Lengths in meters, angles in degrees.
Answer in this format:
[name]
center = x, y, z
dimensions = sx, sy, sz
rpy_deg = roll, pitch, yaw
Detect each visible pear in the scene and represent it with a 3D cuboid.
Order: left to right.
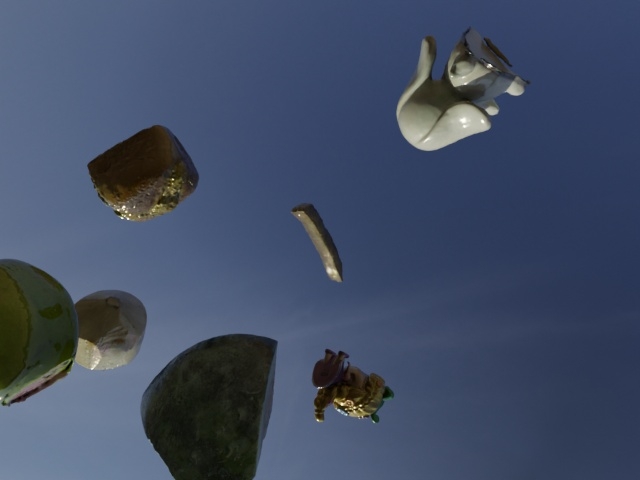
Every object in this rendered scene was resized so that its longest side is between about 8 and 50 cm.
[pear]
center = -0.459, 0.118, 0.683
dimensions = 0.187, 0.187, 0.220
rpy_deg = -35, -97, 7

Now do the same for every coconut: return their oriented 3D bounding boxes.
[coconut]
center = -0.631, 0.259, 1.403
dimensions = 0.240, 0.241, 0.242
rpy_deg = -10, -117, 21

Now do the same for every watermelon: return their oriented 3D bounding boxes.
[watermelon]
center = -0.179, 0.310, 0.916
dimensions = 0.319, 0.214, 0.290
rpy_deg = 25, -110, 38

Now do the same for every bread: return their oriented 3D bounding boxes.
[bread]
center = -0.436, -0.143, 1.181
dimensions = 0.246, 0.195, 0.176
rpy_deg = -28, -115, 2

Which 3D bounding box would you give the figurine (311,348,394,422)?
[figurine]
center = 0.053, 0.269, 0.806
dimensions = 0.094, 0.156, 0.115
rpy_deg = 4, -120, 53

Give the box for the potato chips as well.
[potato chips]
center = 0.000, 0.000, 1.421
dimensions = 0.057, 0.407, 0.080
rpy_deg = 0, -123, 20

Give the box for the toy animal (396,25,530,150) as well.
[toy animal]
center = 0.307, -0.332, 1.091
dimensions = 0.249, 0.174, 0.290
rpy_deg = 42, -53, 36
